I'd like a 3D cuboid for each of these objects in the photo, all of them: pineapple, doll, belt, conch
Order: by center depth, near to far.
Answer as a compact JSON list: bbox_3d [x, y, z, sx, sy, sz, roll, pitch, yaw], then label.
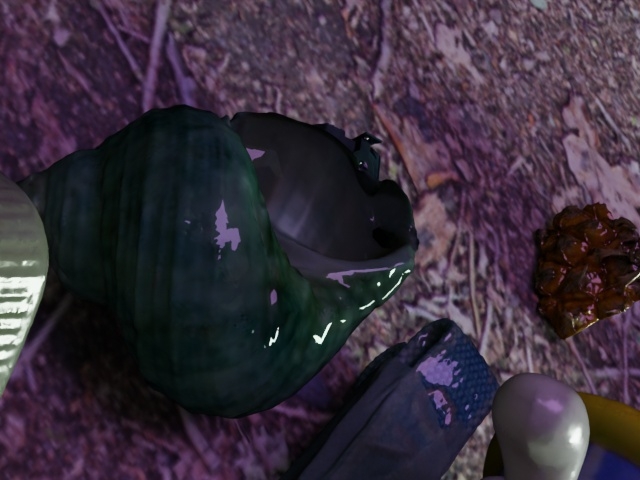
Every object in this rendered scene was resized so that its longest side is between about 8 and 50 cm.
[{"bbox_3d":[-0.060,0.003,1.055,0.202,0.134,0.196,36,27,-26],"label":"conch"},{"bbox_3d":[0.020,0.139,1.091,0.072,0.087,0.302,50,39,-6],"label":"belt"},{"bbox_3d":[0.126,0.162,1.114,0.242,0.159,0.311,-36,136,-32],"label":"doll"},{"bbox_3d":[0.211,0.024,1.379,0.077,0.114,0.114,55,39,-39],"label":"pineapple"}]

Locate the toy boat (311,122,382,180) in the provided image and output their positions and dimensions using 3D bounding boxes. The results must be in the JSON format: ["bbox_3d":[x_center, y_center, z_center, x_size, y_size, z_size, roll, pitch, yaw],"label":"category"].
[{"bbox_3d":[0.000,0.000,1.182,0.055,0.060,0.141,30,56,-33],"label":"toy boat"}]

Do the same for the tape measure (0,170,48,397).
[{"bbox_3d":[-0.233,0.019,0.811,0.235,0.207,0.115,33,19,28],"label":"tape measure"}]
